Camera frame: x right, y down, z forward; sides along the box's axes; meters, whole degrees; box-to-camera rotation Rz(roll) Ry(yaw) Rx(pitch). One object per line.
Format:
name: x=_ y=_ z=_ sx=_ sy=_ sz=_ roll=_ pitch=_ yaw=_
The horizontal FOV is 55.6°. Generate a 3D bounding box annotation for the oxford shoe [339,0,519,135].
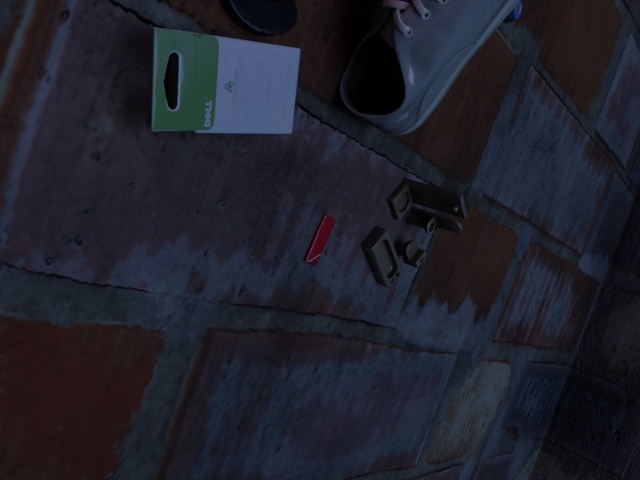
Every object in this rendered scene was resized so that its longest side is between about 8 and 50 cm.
oxford shoe: x=0.155 y=-0.326 z=0.805 sx=0.130 sy=0.169 sz=0.449 roll=-8 pitch=142 yaw=-38

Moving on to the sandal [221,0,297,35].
sandal: x=-0.088 y=-0.344 z=0.687 sx=0.097 sy=0.055 sz=0.254 roll=-49 pitch=137 yaw=-22

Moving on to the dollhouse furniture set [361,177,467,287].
dollhouse furniture set: x=0.176 y=0.002 z=1.091 sx=0.151 sy=0.123 sz=0.144 roll=-49 pitch=137 yaw=-23

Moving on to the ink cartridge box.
ink cartridge box: x=-0.122 y=-0.184 z=0.715 sx=0.209 sy=0.062 sz=0.108 roll=-10 pitch=114 yaw=-46

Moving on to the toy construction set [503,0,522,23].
toy construction set: x=0.267 y=-0.449 z=0.991 sx=0.328 sy=0.151 sz=0.214 roll=-28 pitch=126 yaw=-26

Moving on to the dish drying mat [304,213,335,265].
dish drying mat: x=0.000 y=0.000 z=0.981 sx=0.032 sy=0.008 sz=0.083 roll=29 pitch=85 yaw=-50
